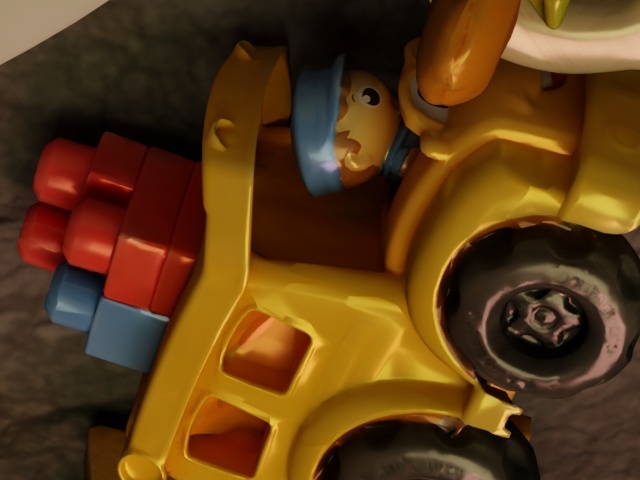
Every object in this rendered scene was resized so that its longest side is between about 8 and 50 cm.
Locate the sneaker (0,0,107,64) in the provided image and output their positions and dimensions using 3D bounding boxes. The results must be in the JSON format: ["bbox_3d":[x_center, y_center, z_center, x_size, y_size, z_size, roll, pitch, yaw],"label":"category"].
[{"bbox_3d":[-0.213,-0.129,0.586,0.323,0.130,0.236,-25,121,21],"label":"sneaker"}]

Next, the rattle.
[{"bbox_3d":[0.120,-0.068,0.591,0.200,0.143,0.130,32,105,-25],"label":"rattle"}]

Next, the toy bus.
[{"bbox_3d":[0.000,0.000,0.724,0.211,0.149,0.220,21,125,-5],"label":"toy bus"}]

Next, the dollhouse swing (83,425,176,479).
[{"bbox_3d":[-0.035,0.336,0.839,0.315,0.305,0.347,18,131,4],"label":"dollhouse swing"}]
